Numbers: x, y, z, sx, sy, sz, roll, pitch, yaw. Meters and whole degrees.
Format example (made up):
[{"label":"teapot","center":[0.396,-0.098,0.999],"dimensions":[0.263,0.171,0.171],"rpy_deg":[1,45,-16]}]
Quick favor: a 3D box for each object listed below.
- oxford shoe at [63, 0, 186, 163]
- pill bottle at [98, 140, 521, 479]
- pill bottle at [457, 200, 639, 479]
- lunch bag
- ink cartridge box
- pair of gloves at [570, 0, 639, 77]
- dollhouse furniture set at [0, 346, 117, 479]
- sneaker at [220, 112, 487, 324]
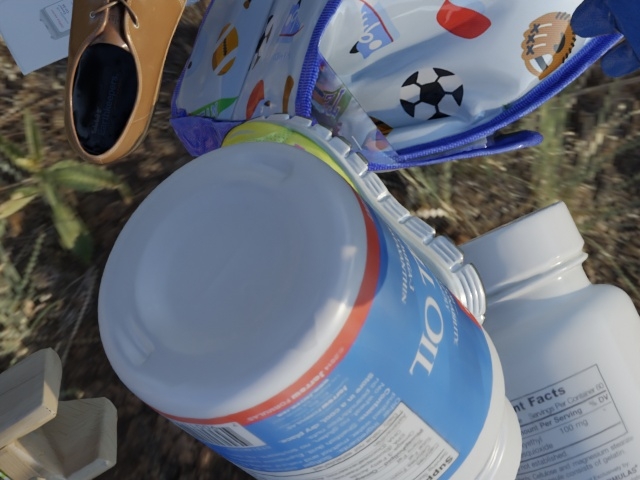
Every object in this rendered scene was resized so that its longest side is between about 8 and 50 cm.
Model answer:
[{"label":"oxford shoe","center":[-0.118,-0.148,0.944],"dimensions":[0.076,0.076,0.212],"rpy_deg":[6,101,-2]},{"label":"pill bottle","center":[0.009,0.059,0.697],"dimensions":[0.124,0.221,0.124],"rpy_deg":[-14,58,23]},{"label":"pill bottle","center":[0.163,0.097,1.032],"dimensions":[0.131,0.131,0.229],"rpy_deg":[-24,89,2]},{"label":"lunch bag","center":[0.074,-0.191,1.237],"dimensions":[0.385,0.328,0.239],"rpy_deg":[-43,109,-15]},{"label":"ink cartridge box","center":[-0.194,-0.203,1.241],"dimensions":[0.198,0.115,0.067],"rpy_deg":[-20,118,13]},{"label":"pair of gloves","center":[0.145,-0.036,0.544],"dimensions":[0.023,0.159,0.198],"rpy_deg":[-36,105,1]},{"label":"dollhouse furniture set","center":[-0.172,0.356,1.048],"dimensions":[0.256,0.394,0.362],"rpy_deg":[-33,122,14]},{"label":"sneaker","center":[0.000,0.000,0.945],"dimensions":[0.094,0.081,0.208],"rpy_deg":[-36,60,-24]}]
